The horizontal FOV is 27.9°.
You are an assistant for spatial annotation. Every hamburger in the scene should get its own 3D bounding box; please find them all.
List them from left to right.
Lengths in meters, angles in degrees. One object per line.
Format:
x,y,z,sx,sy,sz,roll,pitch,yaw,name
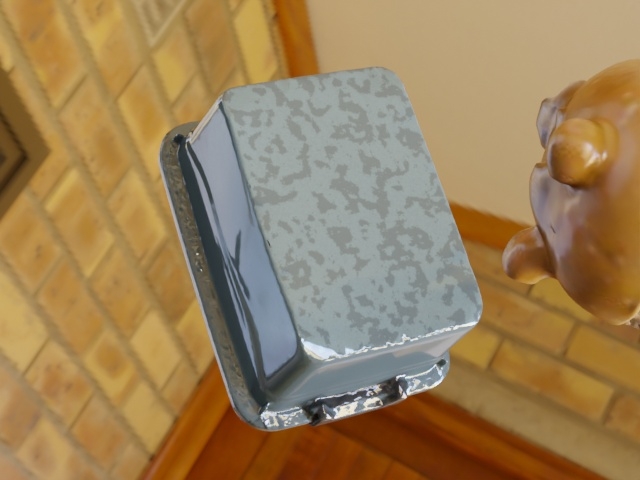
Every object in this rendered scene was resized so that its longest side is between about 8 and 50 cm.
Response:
0.294,-0.038,1.149,0.237,0.276,0.276,7,-22,-2,hamburger

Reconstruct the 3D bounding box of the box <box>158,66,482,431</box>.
0.000,0.000,0.847,0.130,0.162,0.226,-46,-121,61,box
